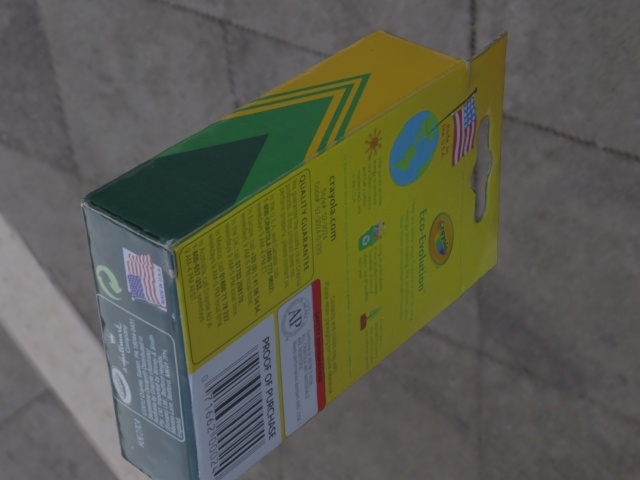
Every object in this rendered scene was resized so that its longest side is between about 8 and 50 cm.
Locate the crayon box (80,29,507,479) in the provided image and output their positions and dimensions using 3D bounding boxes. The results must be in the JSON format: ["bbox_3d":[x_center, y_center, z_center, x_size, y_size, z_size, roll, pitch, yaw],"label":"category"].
[{"bbox_3d":[0.000,0.000,0.853,0.081,0.318,0.202,26,133,34],"label":"crayon box"}]
